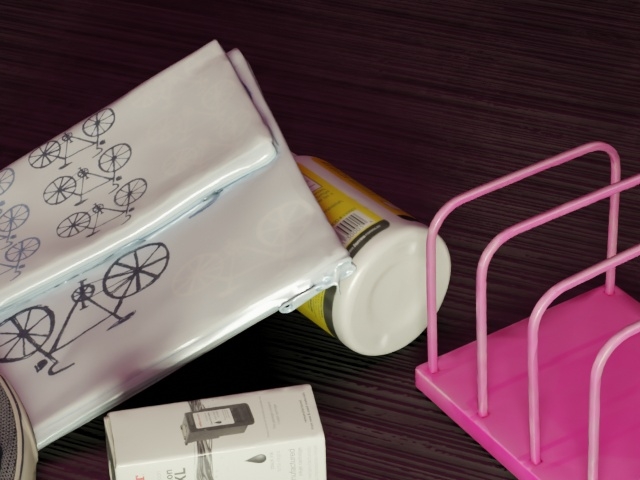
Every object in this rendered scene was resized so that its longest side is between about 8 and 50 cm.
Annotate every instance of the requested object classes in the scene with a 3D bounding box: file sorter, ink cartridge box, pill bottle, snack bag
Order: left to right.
[{"bbox_3d":[-0.164,0.001,1.591,0.323,0.037,0.342,-30,41,2],"label":"snack bag"},{"bbox_3d":[-0.074,0.171,1.381,0.150,0.109,0.063,-8,38,-7],"label":"ink cartridge box"},{"bbox_3d":[0.000,0.000,1.615,0.119,0.119,0.208,-25,41,-29],"label":"pill bottle"},{"bbox_3d":[0.232,0.076,1.431,0.202,0.182,0.290,-22,39,-25],"label":"file sorter"}]

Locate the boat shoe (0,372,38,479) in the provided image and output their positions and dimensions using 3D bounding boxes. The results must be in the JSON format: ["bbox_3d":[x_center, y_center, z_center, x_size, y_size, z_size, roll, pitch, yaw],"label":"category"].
[{"bbox_3d":[-0.283,0.157,1.355,0.127,0.158,0.340,-17,36,2],"label":"boat shoe"}]
